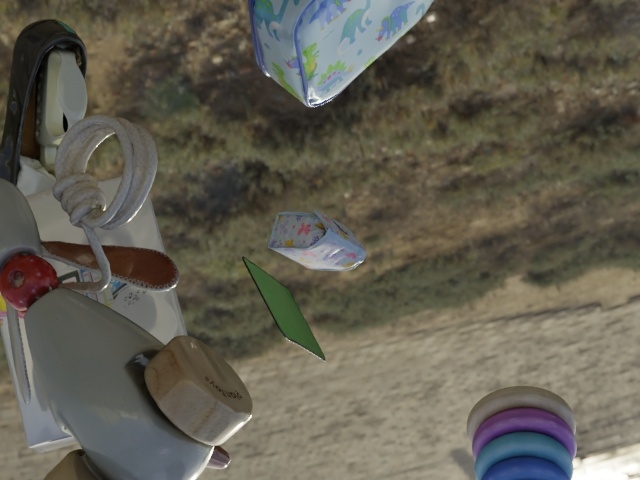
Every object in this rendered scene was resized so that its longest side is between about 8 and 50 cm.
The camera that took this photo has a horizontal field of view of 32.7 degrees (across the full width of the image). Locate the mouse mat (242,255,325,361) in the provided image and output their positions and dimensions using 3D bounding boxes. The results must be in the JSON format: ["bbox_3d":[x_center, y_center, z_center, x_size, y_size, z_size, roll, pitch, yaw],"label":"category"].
[{"bbox_3d":[-0.056,0.109,1.700,0.007,0.152,0.190,-34,153,9],"label":"mouse mat"}]

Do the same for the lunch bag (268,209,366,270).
[{"bbox_3d":[0.000,0.000,1.157,0.083,0.053,0.071,4,162,45],"label":"lunch bag"}]

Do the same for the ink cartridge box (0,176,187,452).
[{"bbox_3d":[-0.231,0.075,1.091,0.168,0.232,0.171,-14,170,-13],"label":"ink cartridge box"}]

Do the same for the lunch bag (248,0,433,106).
[{"bbox_3d":[0.029,-0.252,1.073,0.219,0.090,0.176,-44,159,-14],"label":"lunch bag"}]

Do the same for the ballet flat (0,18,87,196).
[{"bbox_3d":[-0.302,-0.100,1.191,0.095,0.280,0.096,-3,-169,-44],"label":"ballet flat"}]

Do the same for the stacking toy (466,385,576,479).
[{"bbox_3d":[0.250,0.335,1.307,0.141,0.330,0.141,3,129,3],"label":"stacking toy"}]

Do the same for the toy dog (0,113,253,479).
[{"bbox_3d":[-0.168,0.085,0.875,0.220,0.333,0.161,-24,157,14],"label":"toy dog"}]
